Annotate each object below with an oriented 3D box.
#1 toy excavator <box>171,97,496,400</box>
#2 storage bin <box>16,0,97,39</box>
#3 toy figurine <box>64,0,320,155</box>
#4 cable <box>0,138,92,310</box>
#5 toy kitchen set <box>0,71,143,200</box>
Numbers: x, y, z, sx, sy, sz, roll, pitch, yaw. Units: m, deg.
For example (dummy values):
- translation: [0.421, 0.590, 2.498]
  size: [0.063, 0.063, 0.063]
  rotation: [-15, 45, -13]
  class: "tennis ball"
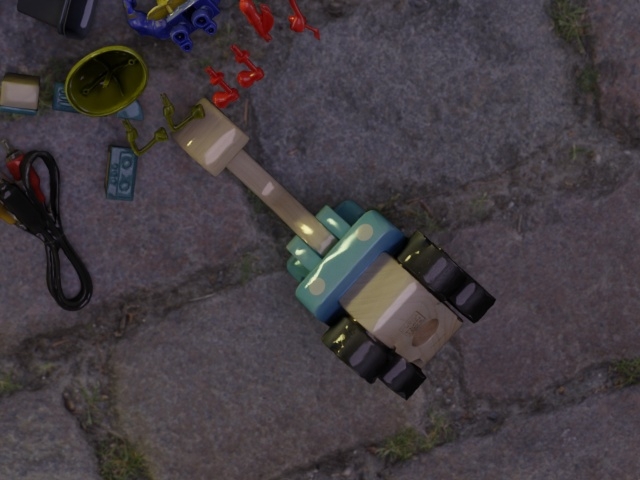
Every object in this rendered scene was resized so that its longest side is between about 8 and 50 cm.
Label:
- translation: [0.000, 0.000, 1.819]
  size: [0.222, 0.445, 0.433]
  rotation: [-49, 150, 2]
  class: "toy excavator"
- translation: [-0.376, -0.371, 1.702]
  size: [0.091, 0.098, 0.135]
  rotation: [20, 101, 12]
  class: "storage bin"
- translation: [-0.193, -0.321, 1.706]
  size: [0.362, 0.217, 0.191]
  rotation: [-33, 129, 19]
  class: "toy figurine"
- translation: [-0.428, -0.029, 1.804]
  size: [0.139, 0.072, 0.287]
  rotation: [-42, 122, -17]
  class: "cable"
- translation: [-0.372, -0.149, 1.735]
  size: [0.207, 0.122, 0.166]
  rotation: [6, 103, -13]
  class: "toy kitchen set"
